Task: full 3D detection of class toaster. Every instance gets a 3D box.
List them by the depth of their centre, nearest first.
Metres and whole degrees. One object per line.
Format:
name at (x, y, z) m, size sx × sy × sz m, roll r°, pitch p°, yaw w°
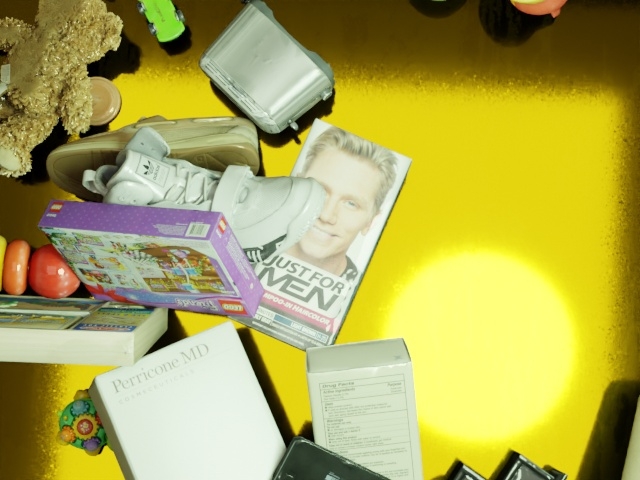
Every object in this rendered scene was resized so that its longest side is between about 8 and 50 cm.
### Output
toaster at (-0.095, -0.283, 1.706) m, size 0.227 × 0.129 × 0.146 m, roll 45°, pitch 89°, yaw 4°

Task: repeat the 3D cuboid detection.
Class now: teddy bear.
teddy bear at (-0.464, -0.265, 1.731) m, size 0.245 × 0.113 × 0.338 m, roll 18°, pitch 85°, yaw 21°

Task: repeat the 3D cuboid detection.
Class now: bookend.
bookend at (0.277, 0.387, 1.651) m, size 0.156 × 0.072 × 0.157 m, roll 35°, pitch 85°, yaw 5°

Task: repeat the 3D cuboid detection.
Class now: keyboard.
keyboard at (0.019, 0.366, 1.538) m, size 0.180 × 0.023 × 0.108 m, roll 27°, pitch 96°, yaw -7°

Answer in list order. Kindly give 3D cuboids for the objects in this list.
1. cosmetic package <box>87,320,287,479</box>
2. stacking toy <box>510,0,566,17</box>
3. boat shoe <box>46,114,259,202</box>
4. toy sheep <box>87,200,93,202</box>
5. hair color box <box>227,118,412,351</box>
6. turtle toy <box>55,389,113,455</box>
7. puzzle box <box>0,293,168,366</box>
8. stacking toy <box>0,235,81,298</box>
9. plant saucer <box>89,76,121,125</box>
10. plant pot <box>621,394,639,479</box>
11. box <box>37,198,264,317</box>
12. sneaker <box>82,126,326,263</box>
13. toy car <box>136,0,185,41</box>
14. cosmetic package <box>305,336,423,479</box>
cosmetic package at (-0.159, 0.379, 1.592) m, size 0.230 × 0.161 × 0.453 m, roll -23°, pitch 83°, yaw -19°
stacking toy at (0.293, -0.515, 1.758) m, size 0.279 × 0.130 × 0.309 m, roll -1°, pitch 80°, yaw 28°
boat shoe at (-0.271, -0.140, 1.713) m, size 0.341 × 0.122 × 0.110 m, roll -2°, pitch 45°, yaw -3°
toy sheep at (-0.370, -0.018, 1.706) m, size 0.132 × 0.091 × 0.091 m, roll 35°, pitch 86°, yaw -12°
hair color box at (0.000, 0.000, 1.684) m, size 0.173 × 0.105 × 0.347 m, roll 23°, pitch 84°, yaw 3°
turtle toy at (-0.360, 0.300, 1.677) m, size 0.130 × 0.066 × 0.095 m, roll 23°, pitch 85°, yaw -7°
puzzle box at (-0.456, 0.129, 1.595) m, size 0.408 × 0.272 × 0.052 m, roll 2°, pitch 97°, yaw 1°
stacking toy at (-0.542, 0.032, 1.653) m, size 0.330 × 0.141 × 0.141 m, roll 5°, pitch 84°, yaw -11°
plant saucer at (-0.378, -0.235, 1.764) m, size 0.083 × 0.013 × 0.084 m, roll 0°, pitch 84°, yaw 2°
plant pot at (0.573, 0.385, 1.543) m, size 0.333 × 0.334 × 0.306 m, roll 10°, pitch 73°, yaw 2°
box at (-0.251, 0.027, 1.578) m, size 0.293 × 0.201 × 0.057 m, roll 5°, pitch 55°, yaw 22°
sneaker at (-0.185, -0.066, 1.577) m, size 0.365 × 0.210 × 0.137 m, roll -10°, pitch 48°, yaw 32°
toy car at (-0.295, -0.430, 1.764) m, size 0.239 × 0.053 × 0.225 m, roll -27°, pitch 84°, yaw -1°
cosmetic package at (0.071, 0.316, 1.594) m, size 0.160 × 0.113 × 0.310 m, roll -5°, pitch 104°, yaw 0°
